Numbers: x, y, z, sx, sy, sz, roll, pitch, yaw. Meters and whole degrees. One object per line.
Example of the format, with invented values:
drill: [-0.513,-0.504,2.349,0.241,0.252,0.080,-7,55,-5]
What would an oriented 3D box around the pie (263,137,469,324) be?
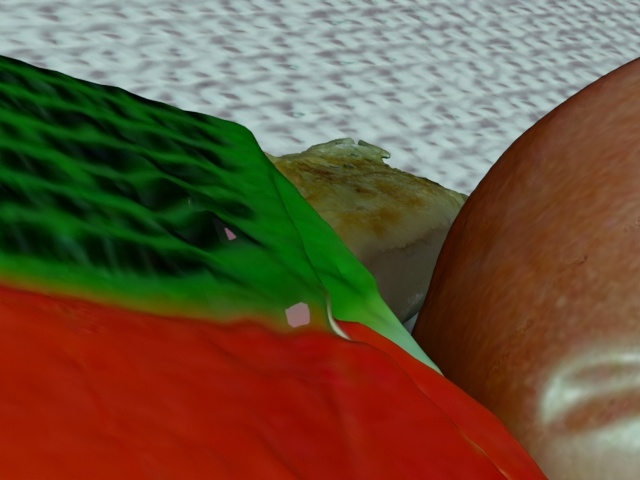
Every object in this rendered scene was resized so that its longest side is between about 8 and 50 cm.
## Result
pie: [0.000,0.000,0.882,0.128,0.068,0.282,30,25,15]

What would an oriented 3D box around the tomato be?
tomato: [0.192,0.070,0.644,0.341,0.273,0.341,22,23,-10]

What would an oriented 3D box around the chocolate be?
chocolate: [-0.123,0.062,0.489,0.360,0.161,0.341,14,25,-39]
